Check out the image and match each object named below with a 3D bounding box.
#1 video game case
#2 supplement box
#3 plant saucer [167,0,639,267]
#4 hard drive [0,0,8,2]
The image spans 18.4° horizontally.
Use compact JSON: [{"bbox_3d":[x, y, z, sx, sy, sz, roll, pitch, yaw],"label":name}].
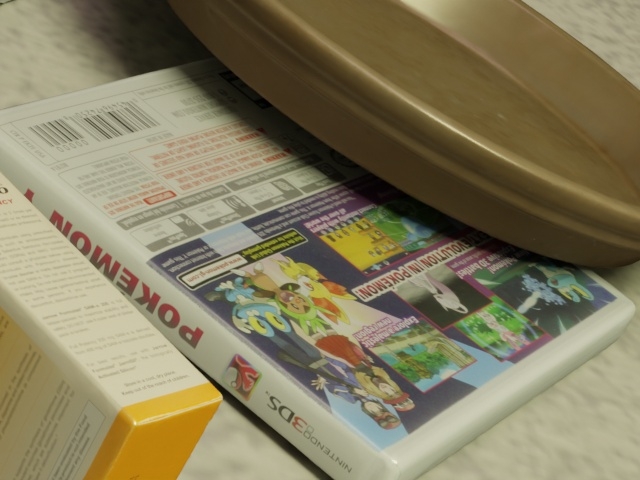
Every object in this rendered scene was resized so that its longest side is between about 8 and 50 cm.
[{"bbox_3d":[0.000,0.000,0.696,0.183,0.023,0.201,38,28,17],"label":"video game case"},{"bbox_3d":[-0.079,0.035,0.519,0.098,0.062,0.036,43,31,24],"label":"supplement box"},{"bbox_3d":[0.043,-0.073,0.802,0.278,0.041,0.278,28,19,-11],"label":"plant saucer"},{"bbox_3d":[-0.211,-0.217,0.844,0.307,0.040,0.203,32,28,7],"label":"hard drive"}]
